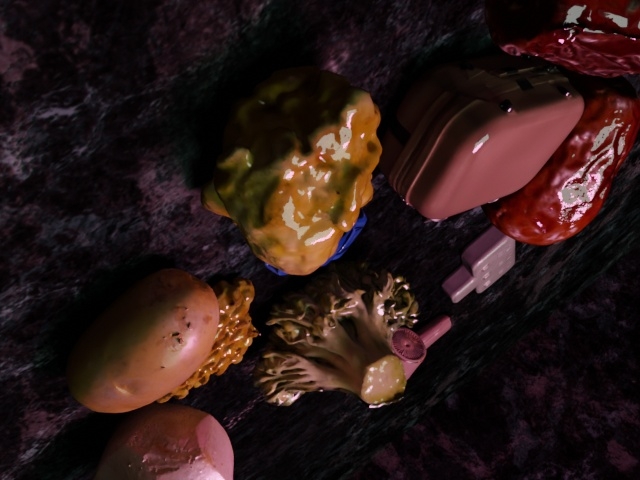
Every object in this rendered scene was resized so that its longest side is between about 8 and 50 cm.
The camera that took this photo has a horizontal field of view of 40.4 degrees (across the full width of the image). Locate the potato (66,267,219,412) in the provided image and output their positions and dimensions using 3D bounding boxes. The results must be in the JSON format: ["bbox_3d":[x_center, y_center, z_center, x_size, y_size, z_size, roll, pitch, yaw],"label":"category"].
[{"bbox_3d":[-0.226,0.135,1.104,0.150,0.146,0.234,29,113,-35],"label":"potato"}]

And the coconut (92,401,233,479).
[{"bbox_3d":[-0.245,0.375,1.368,0.241,0.241,0.241,-34,157,-16],"label":"coconut"}]

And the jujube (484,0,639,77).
[{"bbox_3d":[0.360,-0.308,1.121,0.342,0.216,0.216,-15,148,-33],"label":"jujube"}]

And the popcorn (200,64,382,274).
[{"bbox_3d":[-0.025,-0.069,0.955,0.191,0.190,0.253,-24,158,-16],"label":"popcorn"}]

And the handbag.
[{"bbox_3d":[0.218,-0.134,1.283,0.301,0.149,0.283,-22,149,-43],"label":"handbag"}]

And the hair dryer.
[{"bbox_3d":[0.238,0.265,2.165,0.344,0.107,0.189,-26,155,-46],"label":"hair dryer"}]

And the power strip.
[{"bbox_3d":[0.368,0.065,2.024,0.193,0.059,0.265,-40,159,-1],"label":"power strip"}]

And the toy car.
[{"bbox_3d":[0.000,0.000,1.291,0.216,0.063,0.103,-11,144,-51],"label":"toy car"}]

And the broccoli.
[{"bbox_3d":[0.036,0.172,1.442,0.247,0.245,0.288,15,100,-33],"label":"broccoli"}]

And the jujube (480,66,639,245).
[{"bbox_3d":[0.394,-0.140,1.453,0.223,0.223,0.318,-16,145,-46],"label":"jujube"}]

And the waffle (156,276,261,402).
[{"bbox_3d":[-0.177,0.154,1.311,0.249,0.056,0.253,-43,156,9],"label":"waffle"}]
